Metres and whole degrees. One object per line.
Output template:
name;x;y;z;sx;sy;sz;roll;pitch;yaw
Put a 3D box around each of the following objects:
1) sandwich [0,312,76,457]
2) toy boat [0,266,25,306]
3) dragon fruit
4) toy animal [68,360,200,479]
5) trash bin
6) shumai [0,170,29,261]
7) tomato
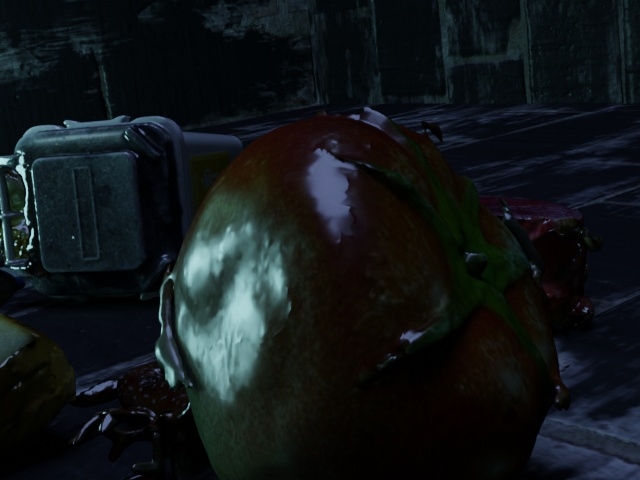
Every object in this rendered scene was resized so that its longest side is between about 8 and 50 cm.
sandwich;-0.370;0.151;0.951;0.226;0.087;0.251;-34;26;-31
toy boat;-0.487;0.097;1.252;0.262;0.114;0.115;-12;46;-25
dragon fruit;0.199;0.031;1.140;0.211;0.147;0.282;-3;13;-30
toy animal;-0.124;0.153;0.912;0.260;0.087;0.243;-22;5;-37
trash bin;-0.276;-0.059;1.529;0.296;0.255;0.368;-4;7;18
shumai;-0.507;-0.061;1.718;0.272;0.203;0.222;-11;14;-35
tomato;0.022;0.064;0.740;0.239;0.303;0.303;-32;0;28
